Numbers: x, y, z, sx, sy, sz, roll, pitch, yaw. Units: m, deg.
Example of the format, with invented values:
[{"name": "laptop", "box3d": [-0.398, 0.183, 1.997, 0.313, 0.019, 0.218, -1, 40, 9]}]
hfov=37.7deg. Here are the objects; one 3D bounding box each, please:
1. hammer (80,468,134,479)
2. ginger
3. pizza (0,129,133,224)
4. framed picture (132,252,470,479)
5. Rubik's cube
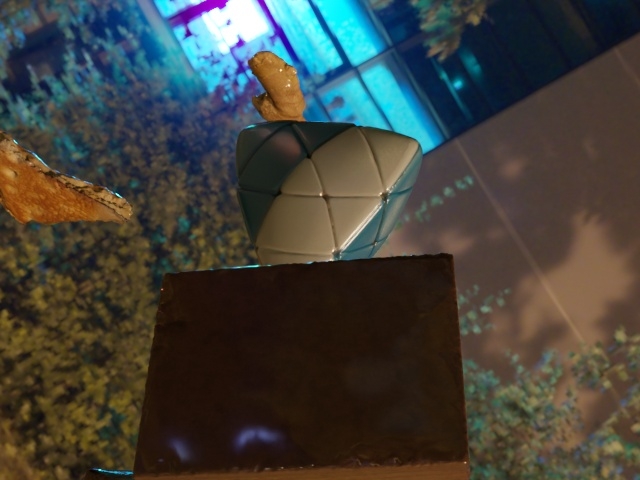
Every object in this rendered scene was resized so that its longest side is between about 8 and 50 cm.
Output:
[{"name": "hammer", "box3d": [-0.220, 0.363, 1.370, 0.242, 0.095, 0.409, 46, 9, 25]}, {"name": "ginger", "box3d": [-0.052, -0.180, 1.397, 0.288, 0.089, 0.075, 73, 19, -61]}, {"name": "pizza", "box3d": [-0.329, -0.065, 1.197, 0.195, 0.052, 0.185, 17, -31, 4]}, {"name": "framed picture", "box3d": [-0.009, 0.069, 0.504, 0.023, 0.169, 0.127, 76, 13, -51]}, {"name": "Rubik's cube", "box3d": [0.000, 0.000, 1.162, 0.254, 0.254, 0.254, 58, -9, 14]}]
